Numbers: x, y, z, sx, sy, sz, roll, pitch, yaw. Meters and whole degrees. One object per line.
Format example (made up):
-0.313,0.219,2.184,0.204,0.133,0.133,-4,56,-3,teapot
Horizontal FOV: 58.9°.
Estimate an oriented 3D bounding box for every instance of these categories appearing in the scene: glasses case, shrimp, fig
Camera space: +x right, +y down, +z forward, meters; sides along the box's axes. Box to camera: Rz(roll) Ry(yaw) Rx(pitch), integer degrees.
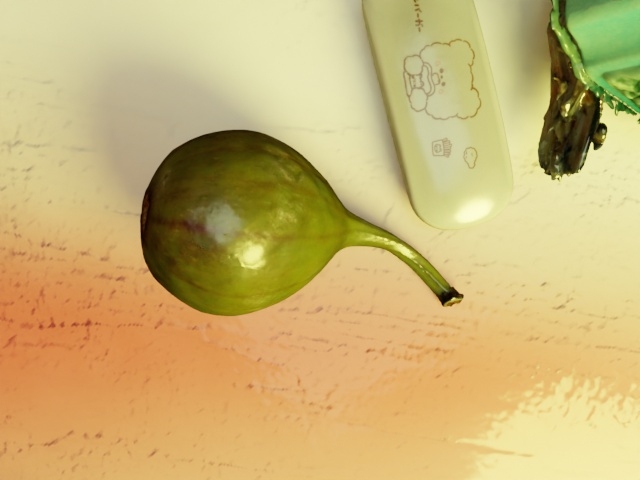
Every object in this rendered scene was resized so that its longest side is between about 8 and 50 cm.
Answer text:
0.082,-0.103,0.397,0.074,0.049,0.194,-14,94,1,glasses case
0.146,-0.152,0.369,0.152,0.046,0.220,9,86,-25,shrimp
0.000,0.000,0.385,0.236,0.124,0.124,12,93,-18,fig

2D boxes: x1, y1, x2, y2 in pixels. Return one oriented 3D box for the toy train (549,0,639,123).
0.231,-0.149,0.326,0.203,0.112,0.163,13,82,-33,toy train
